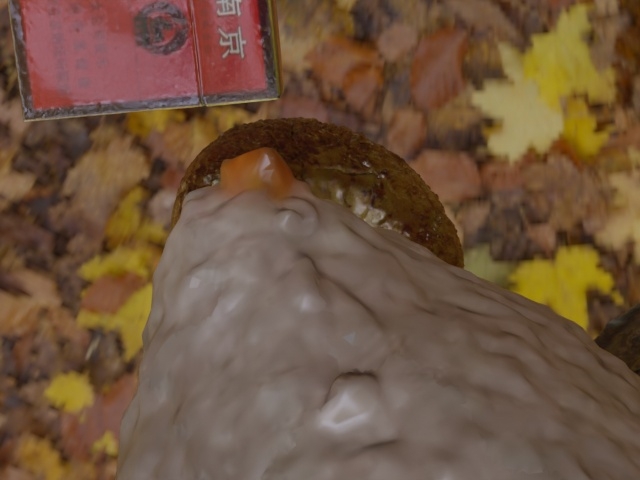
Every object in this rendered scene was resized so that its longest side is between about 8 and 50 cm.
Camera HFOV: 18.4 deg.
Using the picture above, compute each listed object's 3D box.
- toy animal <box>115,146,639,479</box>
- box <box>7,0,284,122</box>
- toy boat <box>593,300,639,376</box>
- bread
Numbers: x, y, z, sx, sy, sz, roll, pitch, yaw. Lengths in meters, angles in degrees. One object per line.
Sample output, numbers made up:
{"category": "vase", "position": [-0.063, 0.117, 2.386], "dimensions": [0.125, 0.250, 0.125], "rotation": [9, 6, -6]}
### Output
{"category": "toy animal", "position": [0.056, 0.141, 0.517], "dimensions": [0.188, 0.226, 0.358], "rotation": [-30, 100, -3]}
{"category": "box", "position": [-0.159, -0.195, 1.795], "dimensions": [0.240, 0.074, 0.153], "rotation": [-5, 99, 3]}
{"category": "toy boat", "position": [0.115, 0.074, 0.724], "dimensions": [0.059, 0.140, 0.066], "rotation": [3, 125, 42]}
{"category": "bread", "position": [0.000, 0.000, 1.156], "dimensions": [0.193, 0.193, 0.064], "rotation": [22, 133, -4]}
